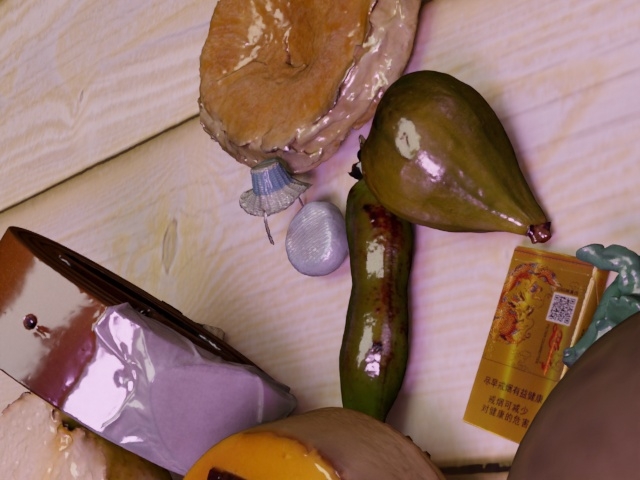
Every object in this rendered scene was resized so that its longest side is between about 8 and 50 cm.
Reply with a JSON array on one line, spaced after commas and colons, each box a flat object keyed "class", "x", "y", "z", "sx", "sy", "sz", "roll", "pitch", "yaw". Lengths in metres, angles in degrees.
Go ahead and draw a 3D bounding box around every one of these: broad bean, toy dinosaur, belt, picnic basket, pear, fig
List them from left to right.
[{"class": "pear", "x": -0.262, "y": 0.364, "z": 1.063, "sx": 0.340, "sy": 0.191, "sz": 0.386, "roll": 33, "pitch": 99, "yaw": 47}, {"class": "belt", "x": -0.188, "y": 0.114, "z": 1.003, "sx": 0.122, "sy": 0.339, "sz": 0.217, "roll": -58, "pitch": -3, "yaw": -1}, {"class": "picnic basket", "x": -0.044, "y": -0.046, "z": 1.061, "sx": 0.083, "sy": 0.083, "sz": 0.065, "roll": -3, "pitch": 29, "yaw": 36}, {"class": "broad bean", "x": 0.052, "y": 0.053, "z": 0.935, "sx": 0.077, "sy": 0.061, "sz": 0.339, "roll": -32, "pitch": 49, "yaw": 56}, {"class": "fig", "x": 0.114, "y": -0.069, "z": 0.872, "sx": 0.133, "sy": 0.126, "sz": 0.185, "roll": -52, "pitch": 37, "yaw": 1}, {"class": "toy dinosaur", "x": 0.275, "y": -0.001, "z": 0.693, "sx": 0.292, "sy": 0.079, "sz": 0.120, "roll": -53, "pitch": 47, "yaw": 23}]

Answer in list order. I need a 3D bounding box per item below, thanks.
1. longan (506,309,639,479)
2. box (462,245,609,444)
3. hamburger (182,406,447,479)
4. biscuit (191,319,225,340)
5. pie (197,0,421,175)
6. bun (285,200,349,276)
[{"class": "longan", "x": 0.247, "y": 0.186, "z": 0.473, "sx": 0.361, "sy": 0.361, "sz": 0.361, "roll": -23, "pitch": 58, "yaw": 42}, {"class": "box", "x": 0.172, "y": 0.085, "z": 0.815, "sx": 0.089, "sy": 0.022, "sz": 0.156, "roll": 11, "pitch": 83, "yaw": 49}, {"class": "hamburger", "x": -0.002, "y": 0.282, "z": 0.806, "sx": 0.300, "sy": 0.176, "sz": 0.300, "roll": -15, "pitch": 67, "yaw": 41}, {"class": "biscuit", "x": -0.210, "y": 0.163, "z": 1.204, "sx": 0.250, "sy": 0.046, "sz": 0.147, "roll": 1, "pitch": 76, "yaw": 48}, {"class": "pie", "x": -0.021, "y": -0.226, "z": 1.126, "sx": 0.339, "sy": 0.083, "sz": 0.339, "roll": -26, "pitch": 53, "yaw": 41}, {"class": "bun", "x": 0.000, "y": 0.000, "z": 1.032, "sx": 0.083, "sy": 0.045, "sz": 0.083, "roll": -18, "pitch": 65, "yaw": 43}]
